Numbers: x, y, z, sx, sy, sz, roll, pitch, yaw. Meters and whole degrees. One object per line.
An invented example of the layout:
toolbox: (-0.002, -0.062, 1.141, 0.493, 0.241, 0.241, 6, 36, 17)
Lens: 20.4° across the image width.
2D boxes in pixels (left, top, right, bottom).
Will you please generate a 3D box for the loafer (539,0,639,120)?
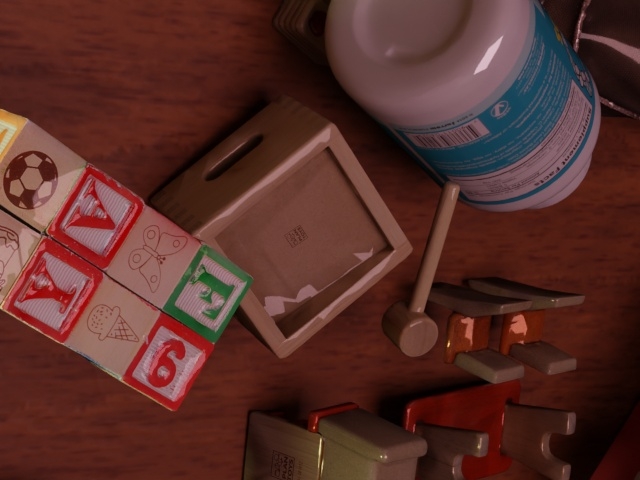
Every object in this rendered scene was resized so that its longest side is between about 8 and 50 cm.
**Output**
loafer: (0.322, -0.149, 1.485, 0.366, 0.130, 0.134, 13, 93, -38)

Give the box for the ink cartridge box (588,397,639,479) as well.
ink cartridge box: (0.361, 0.192, 1.599, 0.272, 0.130, 0.309, 44, 74, -34)

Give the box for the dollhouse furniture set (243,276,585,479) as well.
dollhouse furniture set: (0.078, 0.164, 1.407, 0.259, 0.135, 0.262, -5, 104, -48)

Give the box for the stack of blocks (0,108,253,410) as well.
stack of blocks: (-0.194, -0.016, 1.025, 0.171, 0.297, 0.087, 36, 81, -36)

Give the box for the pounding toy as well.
pounding toy: (0.010, -0.002, 1.298, 0.181, 0.094, 0.206, -39, 123, -9)

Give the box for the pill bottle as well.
pill bottle: (0.118, -0.112, 1.310, 0.146, 0.146, 0.264, -62, 148, -7)

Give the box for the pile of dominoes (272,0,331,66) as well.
pile of dominoes: (0.061, -0.241, 1.325, 0.196, 0.040, 0.251, 38, 78, -36)
